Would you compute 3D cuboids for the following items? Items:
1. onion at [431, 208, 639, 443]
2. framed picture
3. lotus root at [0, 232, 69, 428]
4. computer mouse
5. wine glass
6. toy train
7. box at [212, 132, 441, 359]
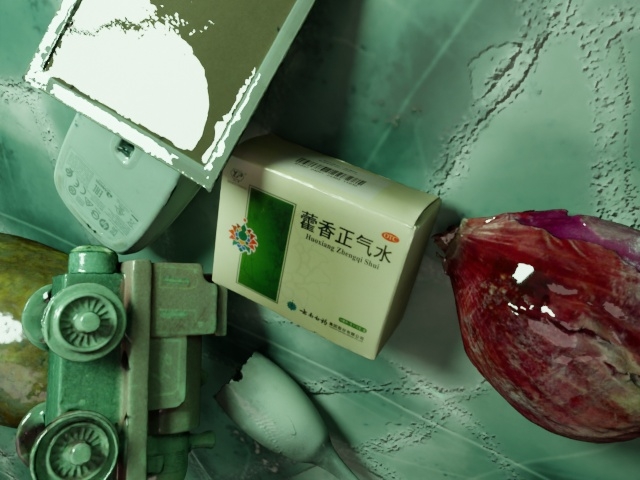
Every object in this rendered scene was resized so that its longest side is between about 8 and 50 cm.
[{"bbox_3d":[0.221,0.082,0.522,0.284,0.120,0.227,33,118,8],"label":"onion"},{"bbox_3d":[-0.124,-0.226,0.519,0.231,0.018,0.293,31,94,8],"label":"framed picture"},{"bbox_3d":[-0.412,0.131,0.782,0.346,0.250,0.250,20,121,10],"label":"lotus root"},{"bbox_3d":[-0.204,-0.106,0.643,0.159,0.097,0.288,45,129,-1],"label":"computer mouse"},{"bbox_3d":[-0.057,0.341,0.723,0.309,0.096,0.264,41,83,2],"label":"wine glass"},{"bbox_3d":[-0.224,0.160,0.646,0.150,0.222,0.304,-7,80,52],"label":"toy train"},{"bbox_3d":[0.000,0.000,0.592,0.212,0.095,0.168,23,120,19],"label":"box"}]
